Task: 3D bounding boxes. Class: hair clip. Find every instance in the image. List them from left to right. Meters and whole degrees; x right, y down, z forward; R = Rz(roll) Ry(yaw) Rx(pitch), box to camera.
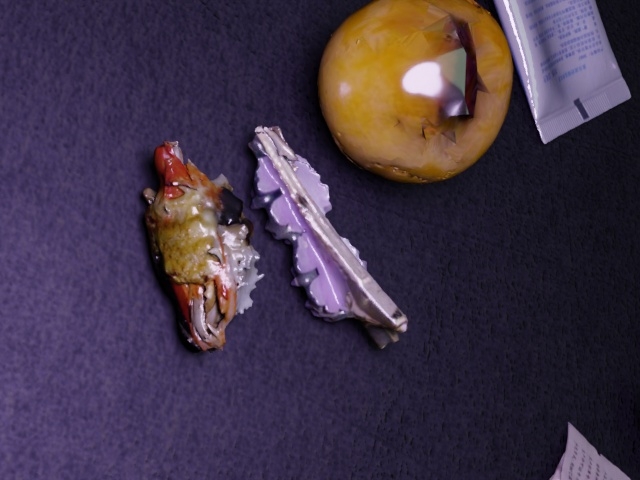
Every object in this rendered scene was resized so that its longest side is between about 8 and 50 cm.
[{"bbox_3d":[0.000,0.000,1.275,0.106,0.084,0.292,-32,90,-34],"label":"hair clip"}]

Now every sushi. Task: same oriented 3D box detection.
[{"bbox_3d":[-0.119,0.002,1.168,0.103,0.097,0.226,-14,85,-42],"label":"sushi"}]

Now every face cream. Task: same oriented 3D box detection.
[{"bbox_3d":[0.323,-0.370,1.620,0.235,0.137,0.420,-28,100,-40],"label":"face cream"}]

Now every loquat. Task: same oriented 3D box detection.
[{"bbox_3d":[0.111,-0.178,1.316,0.235,0.235,0.235,12,68,-33],"label":"loquat"}]

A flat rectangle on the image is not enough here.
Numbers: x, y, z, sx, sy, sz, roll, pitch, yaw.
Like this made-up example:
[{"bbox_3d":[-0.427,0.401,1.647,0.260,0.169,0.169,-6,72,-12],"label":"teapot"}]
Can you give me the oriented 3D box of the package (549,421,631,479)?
[{"bbox_3d":[0.350,0.381,1.413,0.204,0.062,0.251,46,50,-17],"label":"package"}]
